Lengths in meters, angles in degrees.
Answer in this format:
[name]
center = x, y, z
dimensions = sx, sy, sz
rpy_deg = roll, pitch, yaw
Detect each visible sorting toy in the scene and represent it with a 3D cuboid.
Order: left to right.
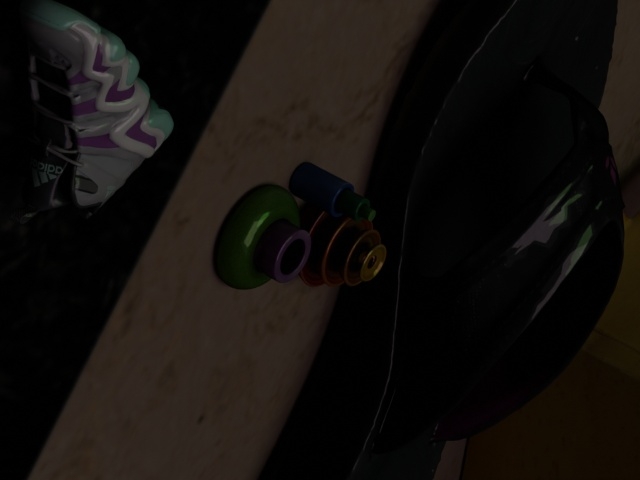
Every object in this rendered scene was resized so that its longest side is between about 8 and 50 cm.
[sorting toy]
center = 0.000, 0.000, 0.736
dimensions = 0.102, 0.042, 0.061
rpy_deg = -6, 120, -56

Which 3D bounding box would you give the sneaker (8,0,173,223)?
[sneaker]
center = -0.091, -0.038, 0.561
dimensions = 0.069, 0.038, 0.098
rpy_deg = -56, 150, -12

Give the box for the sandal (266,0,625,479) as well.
[sandal]
center = 0.081, 0.053, 0.845
dimensions = 0.167, 0.107, 0.446
rpy_deg = -1, 115, -58

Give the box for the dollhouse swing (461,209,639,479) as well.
[dollhouse swing]
center = 0.324, 0.121, 1.046
dimensions = 0.305, 0.347, 0.315
rpy_deg = -33, 140, -43
